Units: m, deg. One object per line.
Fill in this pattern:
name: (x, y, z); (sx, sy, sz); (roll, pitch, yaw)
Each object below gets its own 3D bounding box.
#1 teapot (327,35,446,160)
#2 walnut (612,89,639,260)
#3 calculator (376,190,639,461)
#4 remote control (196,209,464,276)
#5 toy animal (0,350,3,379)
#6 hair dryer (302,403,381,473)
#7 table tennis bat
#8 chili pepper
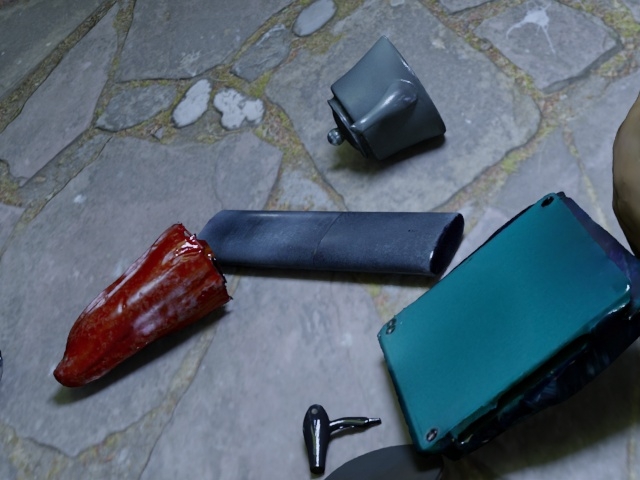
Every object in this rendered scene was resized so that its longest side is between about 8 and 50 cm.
teapot: (0.074, -0.181, 1.545); (0.149, 0.162, 0.239); (-35, 8, 3)
walnut: (0.452, -0.080, 0.997); (0.383, 0.384, 0.384); (-16, 34, 11)
calculator: (0.189, 0.085, 1.089); (0.274, 0.058, 0.248); (-41, 24, 8)
remote control: (0.000, 0.000, 1.409); (0.377, 0.044, 0.107); (2, 45, 34)
toy animal: (-0.491, 0.150, 1.412); (0.179, 0.138, 0.166); (13, 63, 49)
hair dryer: (0.023, 0.202, 1.129); (0.083, 0.031, 0.079); (-10, 45, 6)
table tennis bat: (0.033, 0.249, 0.994); (0.131, 0.022, 0.234); (-12, 14, 30)
chili pepper: (-0.240, 0.087, 1.384); (0.252, 0.136, 0.144); (-37, 61, -7)
